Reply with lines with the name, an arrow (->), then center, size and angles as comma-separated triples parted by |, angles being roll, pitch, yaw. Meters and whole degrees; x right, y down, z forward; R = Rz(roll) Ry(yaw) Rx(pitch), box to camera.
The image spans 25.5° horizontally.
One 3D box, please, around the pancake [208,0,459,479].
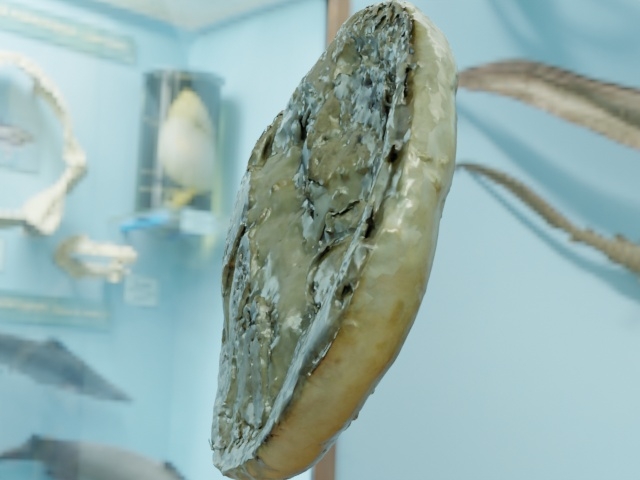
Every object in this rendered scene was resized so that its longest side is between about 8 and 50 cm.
pancake -> 0.000, 0.000, 1.056 | 0.082, 0.387, 0.387 | 21, -16, -19
